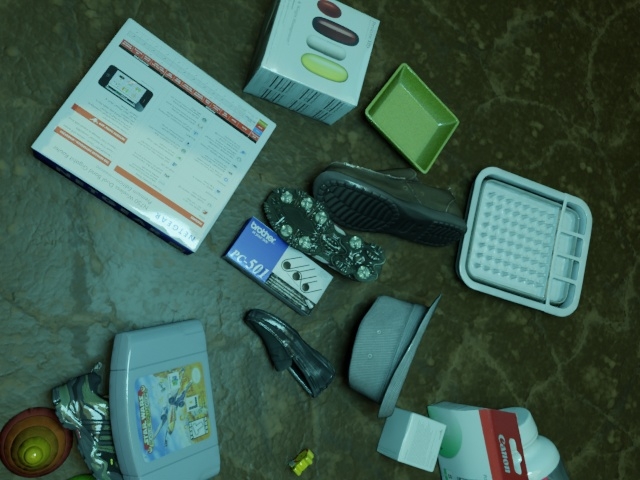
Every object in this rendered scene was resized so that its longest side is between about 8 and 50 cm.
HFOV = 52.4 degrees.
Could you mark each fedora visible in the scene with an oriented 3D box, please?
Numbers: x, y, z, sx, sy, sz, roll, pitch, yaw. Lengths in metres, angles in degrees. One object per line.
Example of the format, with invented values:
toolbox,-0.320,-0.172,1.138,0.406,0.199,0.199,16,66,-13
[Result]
fedora,0.134,0.208,1.298,0.124,0.244,0.276,22,85,11

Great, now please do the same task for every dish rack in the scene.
dish rack,0.460,0.006,1.498,0.332,0.072,0.286,17,80,-19

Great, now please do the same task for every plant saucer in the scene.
plant saucer,0.192,-0.261,1.417,0.188,0.045,0.188,43,58,-12

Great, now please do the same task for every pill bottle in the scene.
pill bottle,0.443,0.528,1.386,0.176,0.176,0.319,-25,94,-21

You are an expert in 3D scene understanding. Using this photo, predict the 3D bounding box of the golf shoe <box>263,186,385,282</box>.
golf shoe,0.000,0.000,1.307,0.272,0.120,0.105,37,79,5

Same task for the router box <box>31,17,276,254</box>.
router box,-0.301,-0.188,1.212,0.335,0.082,0.301,35,74,-15

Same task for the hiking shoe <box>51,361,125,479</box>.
hiking shoe,-0.361,0.326,1.116,0.114,0.086,0.227,-32,97,-19

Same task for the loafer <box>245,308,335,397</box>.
loafer,-0.065,0.220,1.269,0.223,0.076,0.078,44,64,-16

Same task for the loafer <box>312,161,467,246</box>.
loafer,0.142,-0.089,1.369,0.365,0.134,0.130,18,53,-28

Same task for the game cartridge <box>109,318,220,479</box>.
game cartridge,-0.274,0.298,1.145,0.198,0.062,0.297,-4,86,-59

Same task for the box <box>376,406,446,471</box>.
box,0.186,0.406,1.336,0.087,0.101,0.102,24,77,-17

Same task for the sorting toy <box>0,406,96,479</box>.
sorting toy,-0.410,0.450,1.088,0.127,0.126,0.366,-33,96,-21

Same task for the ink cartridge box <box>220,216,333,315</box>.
ink cartridge box,-0.084,0.054,1.294,0.207,0.046,0.097,38,72,-14

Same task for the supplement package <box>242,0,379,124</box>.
supplement package,-0.020,-0.370,1.303,0.203,0.149,0.194,18,79,-18

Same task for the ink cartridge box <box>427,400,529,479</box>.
ink cartridge box,0.317,0.430,1.319,0.056,0.224,0.181,-10,88,-26

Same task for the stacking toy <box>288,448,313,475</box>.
stacking toy,-0.055,0.543,1.261,0.221,0.052,0.167,-40,98,-18

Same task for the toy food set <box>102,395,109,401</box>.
toy food set,-0.367,0.321,1.172,0.083,0.020,0.083,1,85,-22
